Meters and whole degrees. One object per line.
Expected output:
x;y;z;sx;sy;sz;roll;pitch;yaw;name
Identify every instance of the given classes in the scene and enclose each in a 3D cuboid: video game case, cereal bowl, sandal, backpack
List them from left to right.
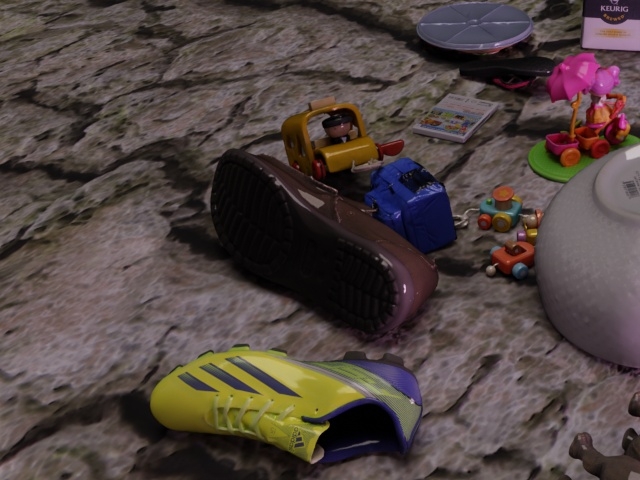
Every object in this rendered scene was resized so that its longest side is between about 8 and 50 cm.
0.107;-0.050;1.524;0.101;0.098;0.120;-19;36;-12;backpack
0.207;-0.188;1.796;0.087;0.011;0.122;16;39;29;video game case
0.304;-0.267;1.885;0.179;0.040;0.067;7;27;44;sandal
0.404;-0.017;1.335;0.339;0.141;0.339;-12;36;9;cereal bowl

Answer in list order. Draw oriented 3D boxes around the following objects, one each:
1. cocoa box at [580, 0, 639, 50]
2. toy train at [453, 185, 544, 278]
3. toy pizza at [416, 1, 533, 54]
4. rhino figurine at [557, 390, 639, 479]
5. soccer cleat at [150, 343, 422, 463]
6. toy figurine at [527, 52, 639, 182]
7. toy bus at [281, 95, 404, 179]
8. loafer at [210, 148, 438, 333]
0.620;-0.457;1.942;0.347;0.228;0.231;6;35;17;cocoa box
0.236;-0.018;1.502;0.125;0.046;0.166;-18;36;-19;toy train
0.267;-0.363;2.035;0.201;0.032;0.201;-3;32;2;toy pizza
0.341;0.197;1.136;0.243;0.073;0.106;-27;35;-31;rhino figurine
-0.040;0.176;1.212;0.289;0.093;0.121;-2;40;7;soccer cleat
0.374;-0.184;1.630;0.173;0.159;0.130;-14;34;-13;toy figurine
0.013;-0.144;1.626;0.202;0.104;0.191;-12;8;28;toy bus
0.000;0.000;1.466;0.130;0.133;0.366;-6;35;-46;loafer
